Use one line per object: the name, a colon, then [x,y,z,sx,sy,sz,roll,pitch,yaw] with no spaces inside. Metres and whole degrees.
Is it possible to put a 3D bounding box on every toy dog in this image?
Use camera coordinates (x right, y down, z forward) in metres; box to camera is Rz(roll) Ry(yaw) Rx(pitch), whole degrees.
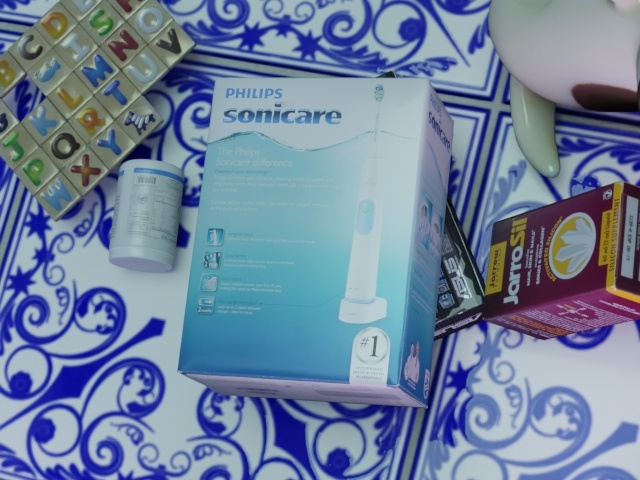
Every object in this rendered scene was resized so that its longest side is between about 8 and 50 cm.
toy dog: [0.310,-0.199,1.407,0.395,0.284,0.408,-58,34,14]

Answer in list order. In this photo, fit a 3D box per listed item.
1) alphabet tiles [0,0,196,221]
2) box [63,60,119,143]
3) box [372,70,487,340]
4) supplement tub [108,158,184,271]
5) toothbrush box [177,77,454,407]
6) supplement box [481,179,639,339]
alphabet tiles: [-0.253,-0.167,1.709,0.237,0.009,0.198,-43,67,2]
box: [-0.240,-0.143,1.732,0.062,0.052,0.083,-9,72,13]
box: [0.028,-0.009,1.616,0.216,0.060,0.270,-24,70,9]
supplement tub: [-0.182,-0.026,1.673,0.071,0.071,0.107,2,76,16]
toothbrush box: [0.000,0.000,1.521,0.216,0.126,0.296,1,76,17]
supplement box: [0.241,0.022,1.478,0.188,0.080,0.104,-20,57,55]
